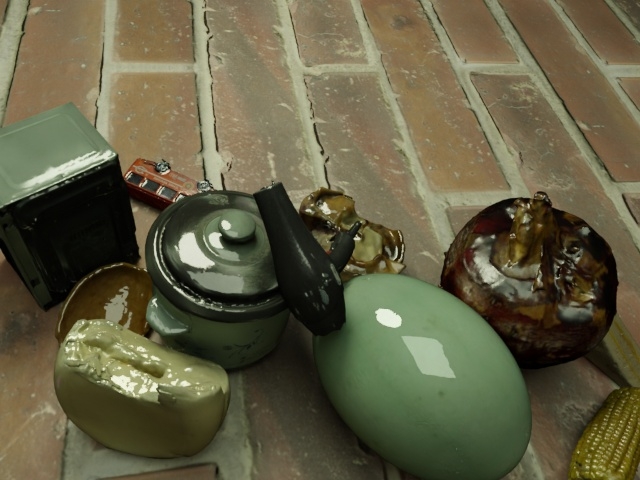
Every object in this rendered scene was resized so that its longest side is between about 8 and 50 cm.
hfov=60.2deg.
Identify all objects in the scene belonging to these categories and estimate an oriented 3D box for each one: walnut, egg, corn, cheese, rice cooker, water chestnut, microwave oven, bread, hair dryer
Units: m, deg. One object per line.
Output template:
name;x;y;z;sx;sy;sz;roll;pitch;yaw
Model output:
walnut;0.056;0.020;1.111;0.204;0.141;0.238;2;51;-24
egg;0.156;0.215;0.890;0.389;0.276;0.276;42;58;17
corn;0.511;0.355;0.964;0.097;0.097;0.262;38;54;18
cheese;-0.271;0.228;0.845;0.266;0.233;0.127;17;43;0
rice cooker;-0.160;0.064;0.934;0.317;0.316;0.264;-35;69;-30
water chestnut;0.383;0.053;1.011;0.335;0.347;0.335;1;48;-2
microwave oven;-0.458;-0.048;0.971;0.237;0.295;0.181;-32;64;-29
bread;0.590;0.219;1.071;0.152;0.105;0.077;39;63;20
hair dryer;0.000;0.000;0.873;0.235;0.091;0.272;66;26;-8

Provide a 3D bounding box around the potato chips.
potato chips;-0.380;0.135;0.989;0.150;0.049;0.201;21;62;-14

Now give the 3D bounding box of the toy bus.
toy bus;-0.305;-0.098;1.182;0.235;0.073;0.096;25;62;10
